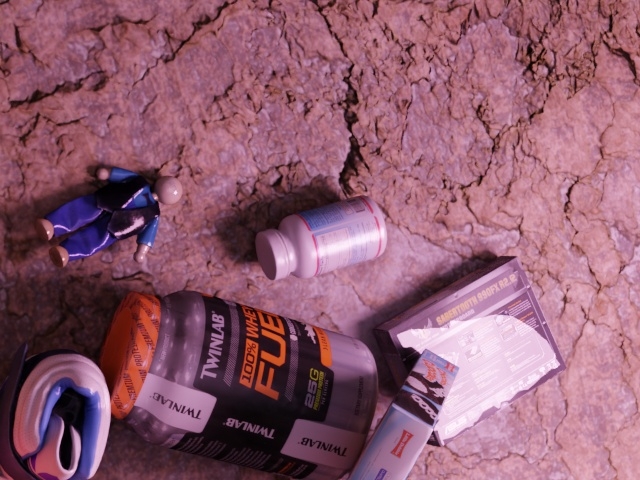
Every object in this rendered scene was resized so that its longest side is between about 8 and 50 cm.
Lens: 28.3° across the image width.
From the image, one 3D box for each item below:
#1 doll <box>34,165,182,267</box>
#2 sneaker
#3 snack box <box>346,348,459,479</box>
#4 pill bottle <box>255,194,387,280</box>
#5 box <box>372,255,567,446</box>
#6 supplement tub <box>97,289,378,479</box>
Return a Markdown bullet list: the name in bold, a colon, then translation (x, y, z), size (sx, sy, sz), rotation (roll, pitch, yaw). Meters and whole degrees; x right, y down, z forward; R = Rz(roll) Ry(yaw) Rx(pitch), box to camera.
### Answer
- **doll**: translation (-0.254, -0.029, 1.584), size (0.189, 0.046, 0.129), rotation (-29, 91, -27)
- **sneaker**: translation (-0.347, 0.272, 1.437), size (0.130, 0.236, 0.323), rotation (30, 78, -19)
- **snack box**: translation (0.089, 0.254, 1.554), size (0.060, 0.322, 0.187), rotation (30, 102, 7)
- **pill bottle**: translation (0.000, 0.000, 1.669), size (0.160, 0.087, 0.087), rotation (-16, 95, -22)
- **box**: translation (0.210, 0.152, 1.771), size (0.231, 0.056, 0.183), rotation (-29, 99, -20)
- **supplement tub**: translation (-0.105, 0.176, 1.564), size (0.316, 0.193, 0.194), rotation (17, 83, -22)
